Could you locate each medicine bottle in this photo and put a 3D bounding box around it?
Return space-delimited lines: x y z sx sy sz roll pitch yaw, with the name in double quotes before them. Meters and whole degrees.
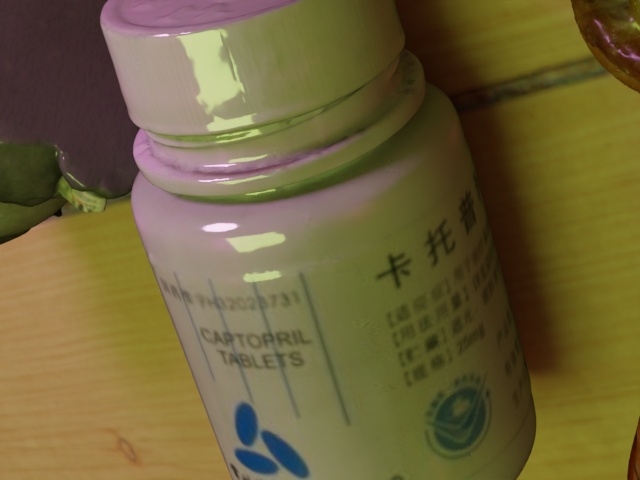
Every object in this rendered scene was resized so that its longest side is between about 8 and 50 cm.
"medicine bottle" 0.000 0.000 0.849 0.170 0.170 0.293 3 123 36

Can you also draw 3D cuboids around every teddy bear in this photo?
"teddy bear" -0.179 -0.080 0.966 0.251 0.144 0.171 -24 72 61

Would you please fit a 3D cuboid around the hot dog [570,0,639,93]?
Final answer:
"hot dog" 0.172 -0.103 0.712 0.147 0.065 0.099 27 125 22

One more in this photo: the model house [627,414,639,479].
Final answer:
"model house" 0.231 0.062 0.737 0.219 0.199 0.229 -37 68 10
